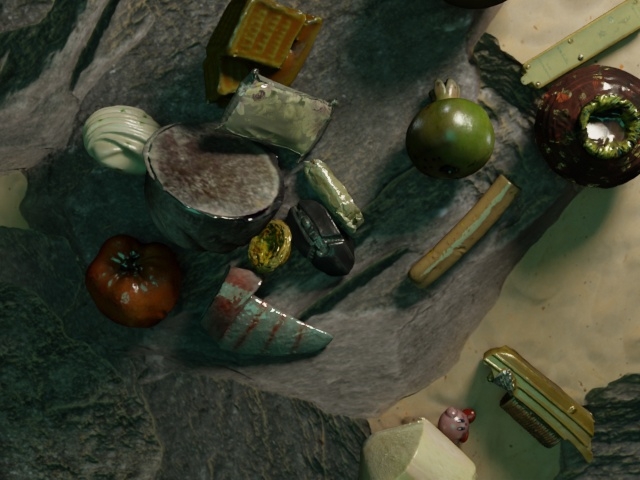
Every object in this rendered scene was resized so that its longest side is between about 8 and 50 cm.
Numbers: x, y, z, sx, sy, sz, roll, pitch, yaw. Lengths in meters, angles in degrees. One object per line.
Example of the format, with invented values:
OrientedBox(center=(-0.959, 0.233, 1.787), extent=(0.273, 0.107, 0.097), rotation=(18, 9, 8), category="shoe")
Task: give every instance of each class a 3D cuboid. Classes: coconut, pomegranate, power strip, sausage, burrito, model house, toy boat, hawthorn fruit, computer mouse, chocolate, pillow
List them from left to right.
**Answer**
OrientedBox(center=(-0.399, 0.110, 1.774), extent=(0.207, 0.243, 0.207), rotation=(0, 54, 0), category="hawthorn fruit")
OrientedBox(center=(-0.240, -0.080, 1.687), extent=(0.303, 0.303, 0.213), rotation=(30, 131, 4), category="chocolate")
OrientedBox(center=(-0.141, -0.378, 1.633), extent=(0.173, 0.239, 0.268), rotation=(28, 99, 5), category="model house")
OrientedBox(center=(-0.117, 0.188, 1.794), extent=(0.282, 0.096, 0.206), rotation=(26, 107, -8), category="toy boat")
OrientedBox(center=(-0.087, -0.261, 1.662), extent=(0.169, 0.255, 0.059), rotation=(-53, 47, 23), category="pillow")
OrientedBox(center=(0.000, 0.000, 1.751), extent=(0.106, 0.062, 0.192), rotation=(-36, 93, 13), category="computer mouse")
OrientedBox(center=(0.028, -0.100, 1.742), extent=(0.058, 0.045, 0.188), rotation=(-38, 88, -4), category="burrito")
OrientedBox(center=(0.190, 0.499, 1.704), extent=(0.244, 0.239, 0.239), rotation=(41, 101, -4), category="coconut")
OrientedBox(center=(0.270, -0.226, 1.632), extent=(0.179, 0.179, 0.210), rotation=(18, 87, 6), category="pomegranate")
OrientedBox(center=(0.301, -0.013, 1.705), extent=(0.066, 0.066, 0.301), rotation=(42, 103, 1), category="sausage")
OrientedBox(center=(0.461, 0.351, 1.714), extent=(0.310, 0.089, 0.115), rotation=(39, 104, 2), category="toy boat")
OrientedBox(center=(0.540, -0.400, 1.631), extent=(0.305, 0.044, 0.064), rotation=(-31, 91, 12), category="power strip")

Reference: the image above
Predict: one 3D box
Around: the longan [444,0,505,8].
OrientedBox(center=(0.303, -0.566, 1.534), extent=(0.258, 0.258, 0.258), rotation=(1, 97, 8), category="longan")

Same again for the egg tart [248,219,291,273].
OrientedBox(center=(-0.103, 0.015, 1.760), extent=(0.129, 0.049, 0.129), rotation=(-22, 56, 37), category="egg tart")

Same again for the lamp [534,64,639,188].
OrientedBox(center=(0.538, -0.218, 1.563), extent=(0.247, 0.247, 0.247), rotation=(1, 97, 8), category="lamp")

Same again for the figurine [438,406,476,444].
OrientedBox(center=(0.290, 0.403, 1.757), extent=(0.067, 0.071, 0.083), rotation=(6, 91, 49), category="figurine")

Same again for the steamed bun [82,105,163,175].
OrientedBox(center=(-0.413, -0.223, 1.726), extent=(0.183, 0.183, 0.106), rotation=(37, 123, 2), category="steamed bun")
